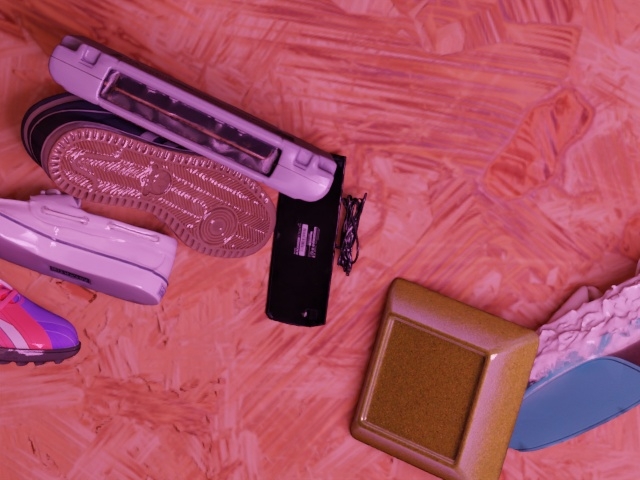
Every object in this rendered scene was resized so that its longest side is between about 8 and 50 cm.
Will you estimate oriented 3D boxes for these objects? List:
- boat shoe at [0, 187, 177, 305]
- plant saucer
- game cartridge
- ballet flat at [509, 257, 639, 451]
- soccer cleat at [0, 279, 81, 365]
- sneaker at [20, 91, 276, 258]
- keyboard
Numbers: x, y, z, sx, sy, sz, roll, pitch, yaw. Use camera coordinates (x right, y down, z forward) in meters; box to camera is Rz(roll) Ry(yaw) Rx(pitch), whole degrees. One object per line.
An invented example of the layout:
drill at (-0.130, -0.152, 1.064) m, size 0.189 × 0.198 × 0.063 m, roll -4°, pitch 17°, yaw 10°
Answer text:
boat shoe at (-0.278, -0.010, 1.886) m, size 0.258 × 0.095 × 0.084 m, roll 22°, pitch 71°, yaw -7°
plant saucer at (0.118, 0.156, 1.879) m, size 0.188 × 0.045 × 0.188 m, roll 21°, pitch 101°, yaw 31°
game cartridge at (-0.127, -0.124, 1.800) m, size 0.297 × 0.198 × 0.062 m, roll 25°, pitch 91°, yaw -4°
ballet flat at (0.335, 0.085, 1.864) m, size 0.409 × 0.147 × 0.147 m, roll -33°, pitch 99°, yaw 29°
soccer cleat at (-0.404, 0.052, 1.882) m, size 0.318 × 0.108 × 0.116 m, roll 14°, pitch 96°, yaw 0°
sneaker at (-0.185, -0.074, 1.872) m, size 0.282 × 0.153 × 0.099 m, roll 22°, pitch 98°, yaw -35°
keyboard at (0.000, 0.000, 1.914) m, size 0.100 × 0.038 × 0.192 m, roll 12°, pitch 102°, yaw 21°
